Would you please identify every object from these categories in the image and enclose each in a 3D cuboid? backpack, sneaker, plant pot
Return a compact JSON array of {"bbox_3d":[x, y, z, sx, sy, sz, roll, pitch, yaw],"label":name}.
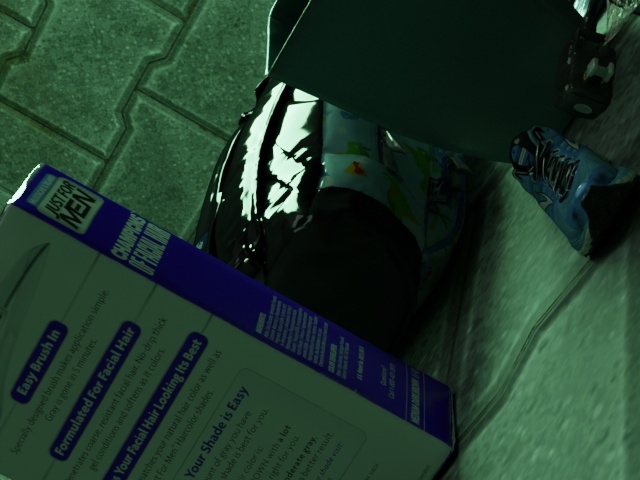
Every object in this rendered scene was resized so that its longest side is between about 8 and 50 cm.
[{"bbox_3d":[0.004,-0.025,1.383,0.290,0.273,0.355,-57,30,36],"label":"backpack"},{"bbox_3d":[0.154,-0.038,0.990,0.063,0.073,0.162,-59,8,7],"label":"sneaker"},{"bbox_3d":[0.099,-0.171,1.206,0.165,0.234,0.165,-58,14,21],"label":"plant pot"}]

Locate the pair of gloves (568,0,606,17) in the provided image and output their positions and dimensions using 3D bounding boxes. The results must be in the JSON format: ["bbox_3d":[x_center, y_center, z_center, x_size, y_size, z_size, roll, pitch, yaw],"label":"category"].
[{"bbox_3d":[0.216,-0.196,1.361,0.159,0.023,0.198,-64,8,-23],"label":"pair of gloves"}]

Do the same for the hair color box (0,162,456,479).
[{"bbox_3d":[-0.097,0.113,1.060,0.185,0.339,0.110,-58,9,19],"label":"hair color box"}]

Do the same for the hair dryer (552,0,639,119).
[{"bbox_3d":[0.268,-0.212,1.008,0.224,0.080,0.293,-29,34,44],"label":"hair dryer"}]
